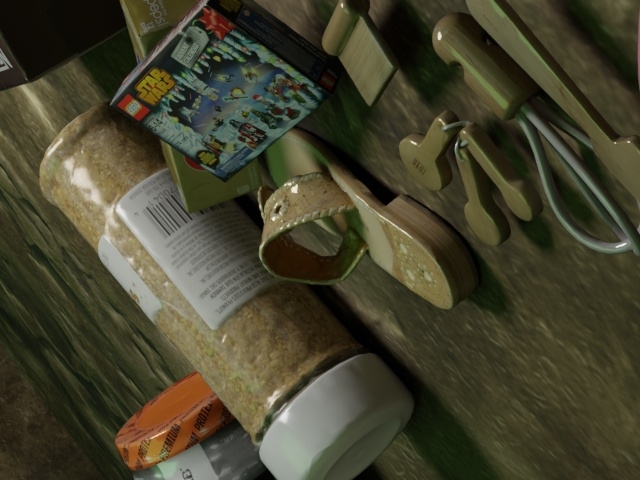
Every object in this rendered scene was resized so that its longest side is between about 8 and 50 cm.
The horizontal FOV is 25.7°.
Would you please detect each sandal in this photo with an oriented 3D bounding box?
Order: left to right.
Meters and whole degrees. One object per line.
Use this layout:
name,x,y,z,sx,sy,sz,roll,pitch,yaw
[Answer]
sandal,-0.002,-0.005,0.923,0.240,0.079,0.088,32,150,49

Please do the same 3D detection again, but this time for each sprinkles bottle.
sprinkles bottle,-0.080,0.040,1.123,0.355,0.121,0.121,48,160,22

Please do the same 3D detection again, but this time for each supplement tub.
supplement tub,-0.047,0.276,1.322,0.316,0.193,0.193,58,161,-11

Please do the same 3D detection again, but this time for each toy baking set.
toy baking set,0.082,-0.078,0.689,0.197,0.030,0.256,58,161,-18

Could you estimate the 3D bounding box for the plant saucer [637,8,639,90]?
plant saucer,0.233,0.001,0.373,0.332,0.084,0.332,46,158,24

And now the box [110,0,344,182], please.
box,-0.061,-0.096,0.873,0.094,0.027,0.137,34,144,-16

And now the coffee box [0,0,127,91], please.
coffee box,-0.258,-0.215,1.123,0.168,0.118,0.297,62,160,-15

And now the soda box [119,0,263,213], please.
soda box,-0.088,-0.103,0.974,0.181,0.061,0.058,81,167,-52
